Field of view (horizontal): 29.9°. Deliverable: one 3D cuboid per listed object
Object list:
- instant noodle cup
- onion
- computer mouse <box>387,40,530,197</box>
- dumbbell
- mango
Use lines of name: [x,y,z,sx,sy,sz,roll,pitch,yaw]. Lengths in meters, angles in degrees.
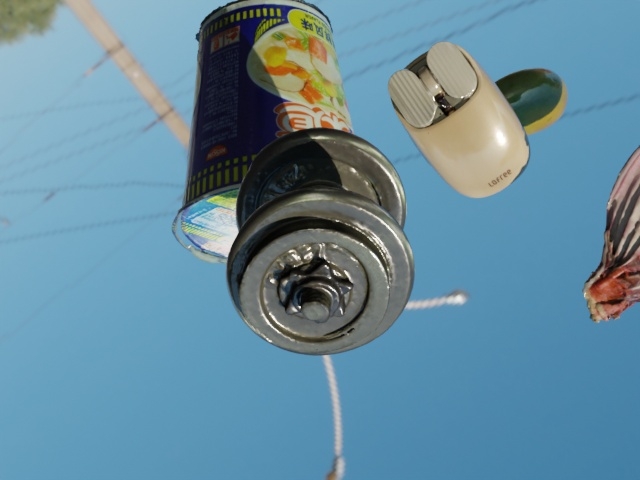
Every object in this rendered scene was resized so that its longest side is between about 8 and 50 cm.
instant noodle cup: [-0.066,-0.155,1.646,0.284,0.284,0.312,-20,-118,32]
onion: [0.498,-0.025,1.584,0.348,0.267,0.159,-39,166,32]
computer mouse: [0.202,-0.168,1.726,0.145,0.236,0.082,-32,-166,14]
dumbbell: [0.000,0.000,1.253,0.192,0.192,0.290,-30,-157,15]
mango: [0.331,-0.225,1.946,0.194,0.092,0.130,-6,152,-46]
